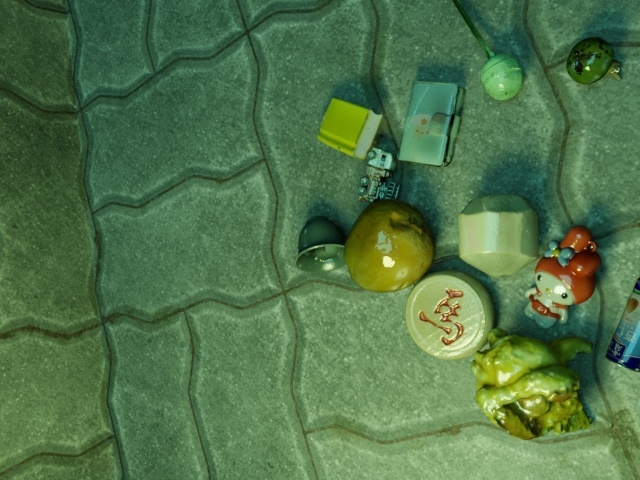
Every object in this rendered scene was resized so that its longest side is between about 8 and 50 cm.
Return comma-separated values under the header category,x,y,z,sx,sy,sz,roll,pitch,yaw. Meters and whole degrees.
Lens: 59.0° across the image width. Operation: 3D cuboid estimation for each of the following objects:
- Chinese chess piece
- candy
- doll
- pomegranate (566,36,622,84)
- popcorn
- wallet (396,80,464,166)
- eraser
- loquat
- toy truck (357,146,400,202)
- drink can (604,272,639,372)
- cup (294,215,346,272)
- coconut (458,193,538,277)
category,x,y,z,sx,sy,sz,roll,pitch,yaw
Chinese chess piece,0.382,0.220,1.686,0.273,0.102,0.274,-1,88,31
candy,0.466,-0.602,1.666,0.119,0.119,0.440,-31,67,26
doll,0.652,0.100,1.512,0.161,0.129,0.290,45,126,37
pomegranate,0.732,-0.471,1.500,0.161,0.122,0.122,16,99,-8
popcorn,0.564,0.362,1.496,0.326,0.321,0.290,-53,47,1
wallet,0.338,-0.358,1.741,0.176,0.075,0.251,15,97,33
eraser,0.090,-0.369,1.850,0.226,0.069,0.158,34,104,49
loquat,0.200,0.020,1.715,0.283,0.276,0.276,-30,74,30
toy truck,0.198,-0.203,1.818,0.115,0.080,0.178,17,99,25
drink can,0.814,0.208,1.435,0.097,0.097,0.235,24,101,29
cup,0.000,0.000,1.890,0.199,0.199,0.150,-26,58,28
coconut,0.488,-0.007,1.564,0.241,0.241,0.241,-1,89,31
